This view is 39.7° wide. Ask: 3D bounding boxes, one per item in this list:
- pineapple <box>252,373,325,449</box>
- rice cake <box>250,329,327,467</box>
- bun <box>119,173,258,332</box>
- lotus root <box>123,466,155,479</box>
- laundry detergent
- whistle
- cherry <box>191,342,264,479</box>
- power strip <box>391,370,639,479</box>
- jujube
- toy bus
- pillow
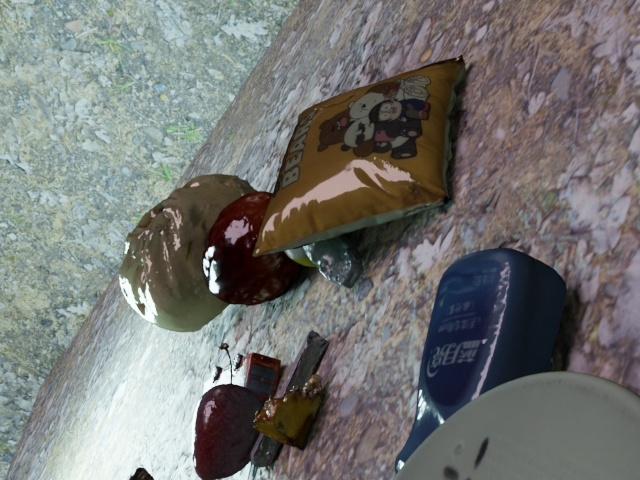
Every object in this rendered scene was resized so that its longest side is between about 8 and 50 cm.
[{"bbox_3d":[-0.031,0.227,1.183,0.114,0.077,0.114,-45,-21,-17],"label":"pineapple"},{"bbox_3d":[-0.044,0.224,1.259,0.208,0.033,0.033,-64,8,-14],"label":"rice cake"},{"bbox_3d":[-0.269,0.010,1.821,0.326,0.234,0.362,-14,41,53],"label":"bun"},{"bbox_3d":[-0.391,0.523,1.547,0.310,0.183,0.183,-49,20,16],"label":"lotus root"},{"bbox_3d":[0.130,0.152,0.793,0.143,0.094,0.290,-25,39,55],"label":"laundry detergent"},{"bbox_3d":[0.000,0.000,1.367,0.123,0.123,0.223,-56,32,13],"label":"whistle"},{"bbox_3d":[-0.139,0.260,1.261,0.148,0.115,0.188,-44,-20,-19],"label":"cherry"},{"bbox_3d":[0.146,0.247,0.502,0.357,0.161,0.357,-51,19,25],"label":"power strip"},{"bbox_3d":[-0.119,0.017,1.534,0.243,0.183,0.183,-37,29,54],"label":"jujube"},{"bbox_3d":[-0.131,0.236,1.434,0.192,0.065,0.077,-36,41,53],"label":"toy bus"},{"bbox_3d":[0.060,-0.126,1.298,0.312,0.119,0.310,-16,45,31],"label":"pillow"}]
